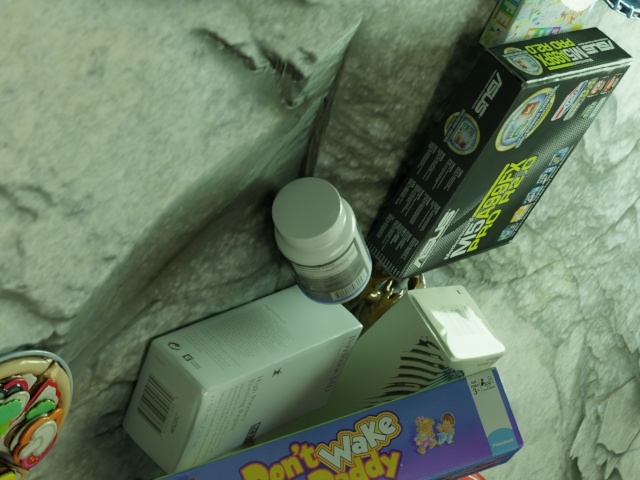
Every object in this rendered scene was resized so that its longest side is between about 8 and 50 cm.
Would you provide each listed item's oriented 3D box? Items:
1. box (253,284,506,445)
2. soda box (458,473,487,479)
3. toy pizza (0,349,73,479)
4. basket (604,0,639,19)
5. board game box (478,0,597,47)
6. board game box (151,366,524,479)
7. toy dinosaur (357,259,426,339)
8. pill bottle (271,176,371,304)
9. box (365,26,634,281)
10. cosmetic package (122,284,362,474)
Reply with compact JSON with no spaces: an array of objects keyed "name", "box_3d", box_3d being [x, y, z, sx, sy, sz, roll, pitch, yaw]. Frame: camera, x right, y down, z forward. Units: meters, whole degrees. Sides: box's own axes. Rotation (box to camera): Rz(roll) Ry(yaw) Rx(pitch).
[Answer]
[{"name":"box","box_3d":[0.061,0.167,1.803,0.113,0.094,0.275,-4,144,-50]},{"name":"soda box","box_3d":[0.212,0.386,2.224,0.092,0.263,0.083,-29,148,-37]},{"name":"toy pizza","box_3d":[-0.283,0.178,1.422,0.201,0.032,0.201,-37,151,-25]},{"name":"basket","box_3d":[0.321,-0.284,1.486,0.255,0.289,0.201,14,107,-59]},{"name":"board game box","box_3d":[0.231,-0.240,1.701,0.154,0.026,0.103,-13,136,-52]},{"name":"board game box","box_3d":[0.011,0.223,1.613,0.347,0.078,0.233,-18,169,-2]},{"name":"toy dinosaur","box_3d":[0.055,0.089,1.813,0.211,0.064,0.112,-35,151,-28]},{"name":"pill bottle","box_3d":[0.000,0.000,1.589,0.078,0.078,0.137,-45,153,-11]},{"name":"box","box_3d":[0.185,-0.091,1.753,0.216,0.060,0.270,-17,145,-50]},{"name":"cosmetic package","box_3d":[-0.073,0.130,1.637,0.231,0.085,0.117,-19,142,-45]}]
